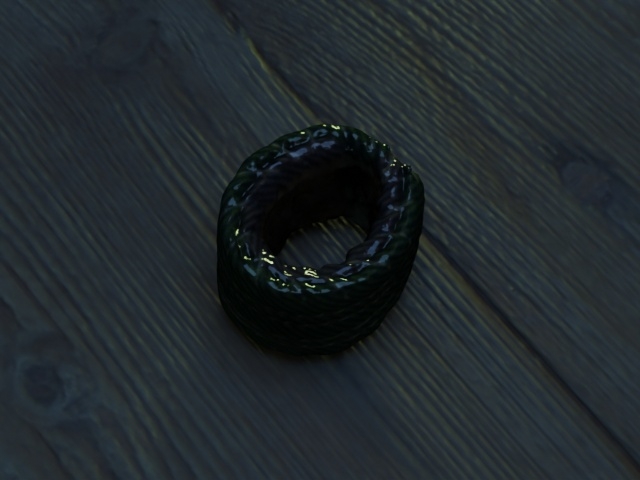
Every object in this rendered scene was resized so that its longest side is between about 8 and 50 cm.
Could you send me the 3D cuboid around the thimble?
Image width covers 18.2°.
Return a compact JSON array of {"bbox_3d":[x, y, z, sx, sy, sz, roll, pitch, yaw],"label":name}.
[{"bbox_3d":[-0.003,0.001,1.258,0.118,0.090,0.135,32,63,14],"label":"thimble"}]
